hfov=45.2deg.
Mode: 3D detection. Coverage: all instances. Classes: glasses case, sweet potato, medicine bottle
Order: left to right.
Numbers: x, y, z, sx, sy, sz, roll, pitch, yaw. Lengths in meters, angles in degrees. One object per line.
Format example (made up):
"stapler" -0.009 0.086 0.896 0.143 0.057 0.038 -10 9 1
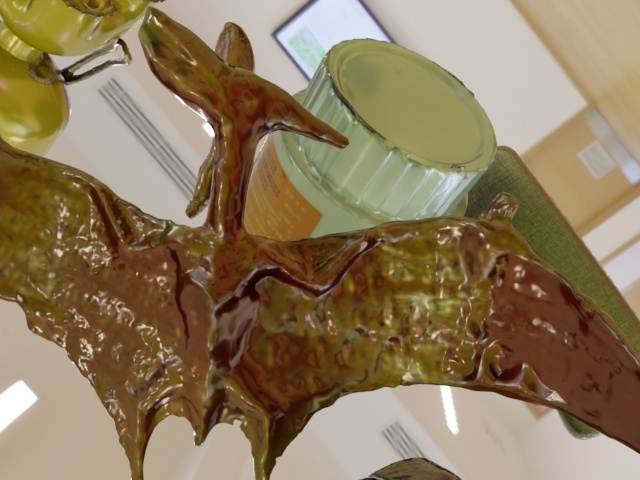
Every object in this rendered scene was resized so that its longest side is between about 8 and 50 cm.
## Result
"sweet potato" -0.103 -0.124 0.818 0.050 0.214 0.050 9 175 1
"medicine bottle" 0.000 0.000 0.632 0.158 0.318 0.158 18 -136 -18
"glasses case" 0.241 0.052 0.840 0.323 0.131 0.074 57 -167 9

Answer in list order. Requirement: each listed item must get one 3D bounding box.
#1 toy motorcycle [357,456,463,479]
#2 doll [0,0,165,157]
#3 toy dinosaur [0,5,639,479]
"toy motorcycle" 0.008 0.151 0.331 0.061 0.193 0.124 42 148 38
"doll" -0.217 -0.116 0.533 0.143 0.221 0.135 42 -152 -3
"toy dinosaur" -0.033 0.037 0.290 0.327 0.206 0.113 33 -171 -5
